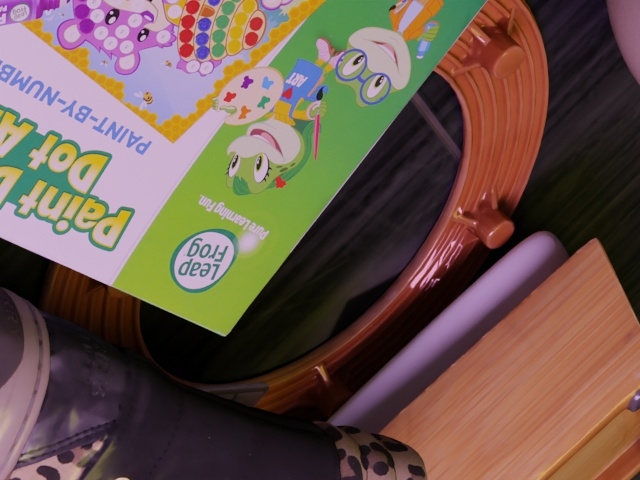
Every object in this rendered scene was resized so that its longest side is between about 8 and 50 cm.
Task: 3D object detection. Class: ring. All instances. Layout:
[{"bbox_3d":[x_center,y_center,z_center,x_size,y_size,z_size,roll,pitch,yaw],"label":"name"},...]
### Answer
[{"bbox_3d":[0.000,0.000,0.957,0.336,0.032,0.336,-28,144,-23],"label":"ring"}]

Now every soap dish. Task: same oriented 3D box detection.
[{"bbox_3d":[0.092,0.145,1.102,0.291,0.118,0.229,-42,157,-2],"label":"soap dish"}]

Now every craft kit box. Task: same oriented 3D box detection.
[{"bbox_3d":[-0.055,-0.101,0.741,0.246,0.061,0.250,-50,139,11],"label":"craft kit box"}]

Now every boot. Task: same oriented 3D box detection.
[{"bbox_3d":[-0.137,0.208,0.880,0.284,0.138,0.377,18,108,-36],"label":"boot"}]

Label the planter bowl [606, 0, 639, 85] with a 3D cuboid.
[{"bbox_3d":[0.216,-0.144,0.965,0.162,0.109,0.162,-29,143,-25],"label":"planter bowl"}]

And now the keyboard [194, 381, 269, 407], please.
[{"bbox_3d":[-0.122,0.164,0.979,0.072,0.014,0.256,7,131,-50],"label":"keyboard"}]
